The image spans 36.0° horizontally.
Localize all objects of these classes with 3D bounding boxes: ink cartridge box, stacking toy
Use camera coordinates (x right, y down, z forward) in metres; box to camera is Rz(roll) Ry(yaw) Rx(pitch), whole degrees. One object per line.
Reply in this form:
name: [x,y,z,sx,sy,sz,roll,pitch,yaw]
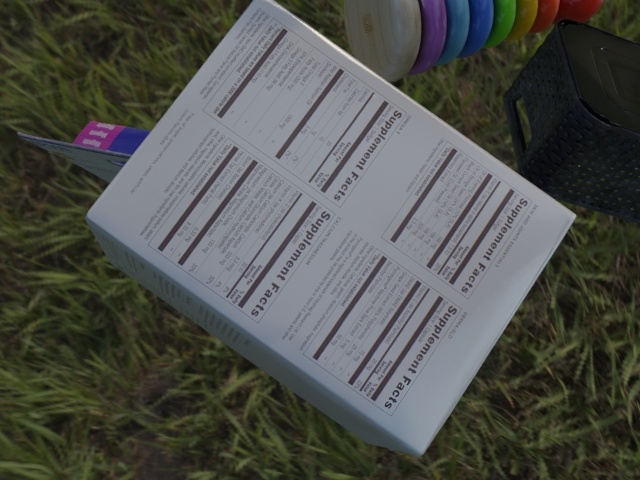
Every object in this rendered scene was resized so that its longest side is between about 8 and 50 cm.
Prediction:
ink cartridge box: [-0.117,-0.065,1.127,0.324,0.330,0.071,13,78,36]
stacking toy: [0.201,-0.278,1.173,0.330,0.141,0.141,-13,65,-23]

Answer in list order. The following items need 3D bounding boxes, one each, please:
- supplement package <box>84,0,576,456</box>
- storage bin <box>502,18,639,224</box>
supplement package: [0.000,0.000,0.730,0.263,0.199,0.198,35,78,-1]
storage bin: [0.249,-0.088,0.784,0.180,0.084,0.122,14,47,-18]
